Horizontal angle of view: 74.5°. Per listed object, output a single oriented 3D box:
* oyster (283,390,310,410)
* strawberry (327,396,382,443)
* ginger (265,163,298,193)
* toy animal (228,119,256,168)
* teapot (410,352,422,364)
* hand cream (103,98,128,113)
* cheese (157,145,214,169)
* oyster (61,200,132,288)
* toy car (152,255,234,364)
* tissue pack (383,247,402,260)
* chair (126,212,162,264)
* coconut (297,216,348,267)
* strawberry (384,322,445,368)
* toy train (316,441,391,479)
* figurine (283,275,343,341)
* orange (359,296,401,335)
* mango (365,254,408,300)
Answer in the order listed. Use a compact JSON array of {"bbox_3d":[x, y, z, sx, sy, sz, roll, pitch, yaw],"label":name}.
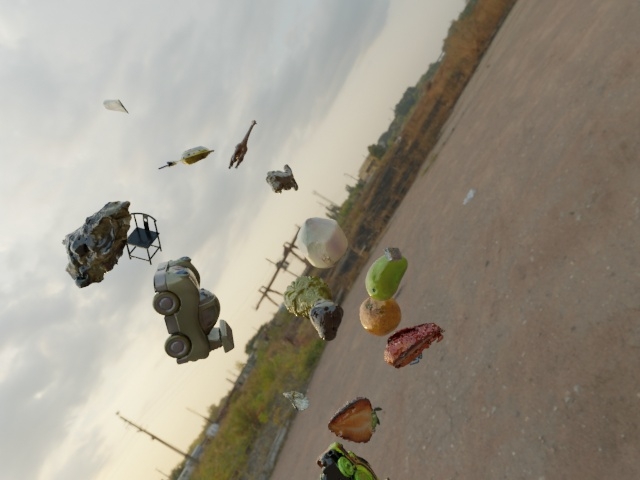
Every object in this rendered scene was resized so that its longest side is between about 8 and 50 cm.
[{"bbox_3d":[-0.125,0.836,2.198,0.122,0.146,0.045,-89,16,-77],"label":"oyster"},{"bbox_3d":[0.110,0.594,1.387,0.192,0.140,0.085,-35,-2,-33],"label":"strawberry"},{"bbox_3d":[-0.202,-0.316,2.254,0.080,0.166,0.333,-39,1,22],"label":"ginger"},{"bbox_3d":[-0.402,-0.495,2.187,0.224,0.066,0.230,-47,21,52],"label":"toy animal"},{"bbox_3d":[0.326,0.422,1.543,0.083,0.049,0.063,-20,1,27],"label":"teapot"},{"bbox_3d":[-0.777,-0.509,1.596,0.039,0.143,0.061,-48,-45,-26],"label":"hand cream"},{"bbox_3d":[-0.576,-0.350,1.804,0.250,0.064,0.156,-20,14,3],"label":"cheese"},{"bbox_3d":[-0.800,0.010,1.525,0.361,0.221,0.096,-36,2,9],"label":"oyster"},{"bbox_3d":[-0.444,0.236,1.477,0.242,0.226,0.336,-139,40,-71],"label":"toy car"},{"bbox_3d":[0.333,0.063,1.928,0.083,0.063,0.035,0,-28,-42],"label":"tissue pack"},{"bbox_3d":[-0.982,-0.010,2.330,0.141,0.154,0.260,-71,-7,-46],"label":"chair"},{"bbox_3d":[0.000,0.000,1.858,0.224,0.234,0.224,-20,43,20],"label":"coconut"},{"bbox_3d":[0.264,0.295,1.226,0.188,0.082,0.121,-32,-35,-9],"label":"strawberry"},{"bbox_3d":[0.114,0.707,1.214,0.100,0.296,0.160,-46,-2,12],"label":"toy train"},{"bbox_3d":[-0.006,0.231,1.495,0.168,0.187,0.315,-66,17,-2],"label":"figurine"},{"bbox_3d":[0.353,0.437,2.460,0.246,0.246,0.246,-59,-2,-3],"label":"orange"},{"bbox_3d":[0.332,0.177,2.153,0.149,0.185,0.273,2,60,59],"label":"mango"}]
